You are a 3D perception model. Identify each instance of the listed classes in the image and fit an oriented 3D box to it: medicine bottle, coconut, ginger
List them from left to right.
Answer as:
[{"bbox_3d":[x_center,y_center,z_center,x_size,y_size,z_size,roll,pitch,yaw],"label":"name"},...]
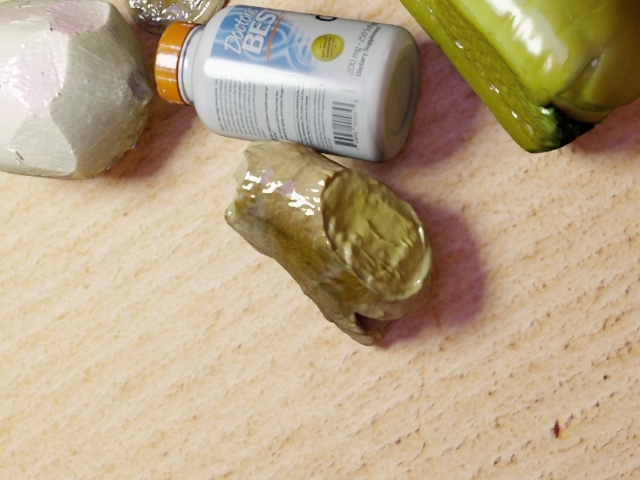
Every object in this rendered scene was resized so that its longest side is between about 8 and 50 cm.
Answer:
[{"bbox_3d":[-0.309,-0.178,1.710,0.230,0.227,0.227,7,87,26],"label":"coconut"},{"bbox_3d":[-0.042,-0.186,1.657,0.288,0.157,0.157,11,89,18],"label":"medicine bottle"},{"bbox_3d":[0.000,0.000,1.632,0.221,0.130,0.276,-14,112,49],"label":"ginger"}]

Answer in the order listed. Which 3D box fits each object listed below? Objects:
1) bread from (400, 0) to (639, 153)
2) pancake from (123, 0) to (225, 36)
[{"bbox_3d":[0.211,-0.280,1.546,0.208,0.251,0.377,-32,73,-4],"label":"bread"},{"bbox_3d":[-0.183,-0.327,1.786,0.151,0.025,0.152,-1,86,18],"label":"pancake"}]
